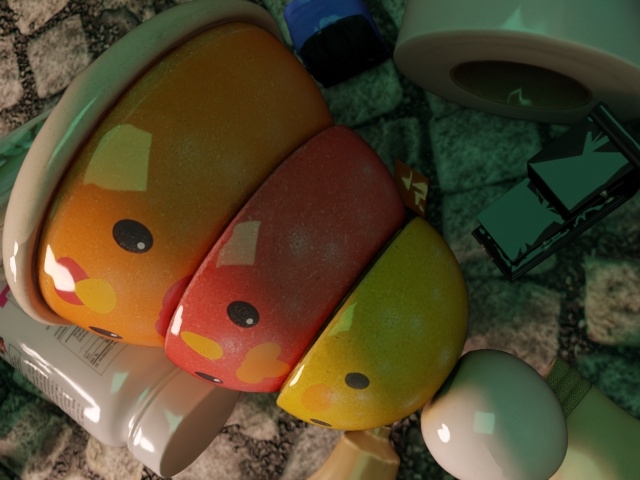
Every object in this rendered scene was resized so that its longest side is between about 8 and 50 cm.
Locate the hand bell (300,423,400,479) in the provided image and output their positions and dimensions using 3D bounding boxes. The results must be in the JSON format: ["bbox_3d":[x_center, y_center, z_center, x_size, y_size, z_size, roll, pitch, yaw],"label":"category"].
[{"bbox_3d":[0.069,0.180,0.661,0.126,0.126,0.241,21,86,19],"label":"hand bell"}]

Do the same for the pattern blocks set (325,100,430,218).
[{"bbox_3d":[0.000,0.000,0.738,0.286,0.026,0.324,-17,82,16],"label":"pattern blocks set"}]

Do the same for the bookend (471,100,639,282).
[{"bbox_3d":[0.223,-0.036,0.600,0.156,0.157,0.072,-38,73,11],"label":"bookend"}]

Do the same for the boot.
[{"bbox_3d":[0.233,0.267,0.601,0.203,0.095,0.261,36,95,18],"label":"boot"}]

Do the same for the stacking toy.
[{"bbox_3d":[0.013,0.046,0.557,0.480,0.350,0.350,35,96,10],"label":"stacking toy"}]

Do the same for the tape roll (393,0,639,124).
[{"bbox_3d":[0.205,-0.223,0.579,0.246,0.246,0.169,15,90,19],"label":"tape roll"}]

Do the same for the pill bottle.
[{"bbox_3d":[-0.245,0.140,0.740,0.283,0.160,0.160,32,95,19],"label":"pill bottle"}]

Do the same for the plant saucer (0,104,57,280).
[{"bbox_3d":[-0.359,-0.052,0.745,0.401,0.400,0.100,-23,120,15],"label":"plant saucer"}]

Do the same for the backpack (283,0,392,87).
[{"bbox_3d":[0.009,-0.244,0.712,0.098,0.120,0.101,-30,76,15],"label":"backpack"}]
